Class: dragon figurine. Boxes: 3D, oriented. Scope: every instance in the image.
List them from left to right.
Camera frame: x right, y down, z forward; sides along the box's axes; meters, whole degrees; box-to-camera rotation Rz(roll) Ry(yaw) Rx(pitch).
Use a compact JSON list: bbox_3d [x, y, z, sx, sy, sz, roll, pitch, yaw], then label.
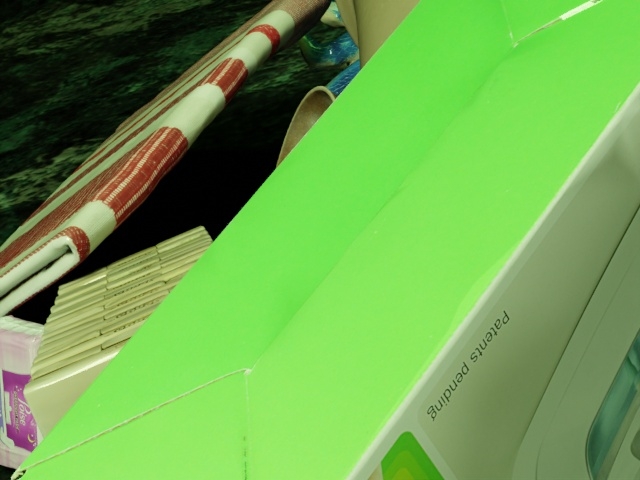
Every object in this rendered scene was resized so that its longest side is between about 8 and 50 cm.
[{"bbox_3d":[0.065,-0.142,1.101,0.144,0.085,0.289,-9,28,19],"label":"dragon figurine"}]

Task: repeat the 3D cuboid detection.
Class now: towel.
[{"bbox_3d":[-0.132,-0.040,0.993,0.237,0.037,0.329,-33,15,42],"label":"towel"}]

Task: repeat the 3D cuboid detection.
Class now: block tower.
[{"bbox_3d":[-0.071,0.062,0.701,0.097,0.091,0.335,-24,7,-6],"label":"block tower"}]

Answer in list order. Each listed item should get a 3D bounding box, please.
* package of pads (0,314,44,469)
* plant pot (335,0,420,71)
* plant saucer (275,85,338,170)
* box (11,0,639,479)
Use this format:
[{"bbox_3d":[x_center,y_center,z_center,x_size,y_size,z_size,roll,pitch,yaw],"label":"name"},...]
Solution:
[{"bbox_3d":[-0.161,0.086,0.837,0.050,0.083,0.032,8,15,41],"label":"package of pads"},{"bbox_3d":[0.123,-0.108,0.870,0.263,0.263,0.229,-7,47,22],"label":"plant pot"},{"bbox_3d":[0.000,0.000,0.834,0.029,0.168,0.168,7,23,-16],"label":"plant saucer"},{"bbox_3d":[0.072,0.065,0.513,0.126,0.231,0.262,11,53,48],"label":"box"}]
